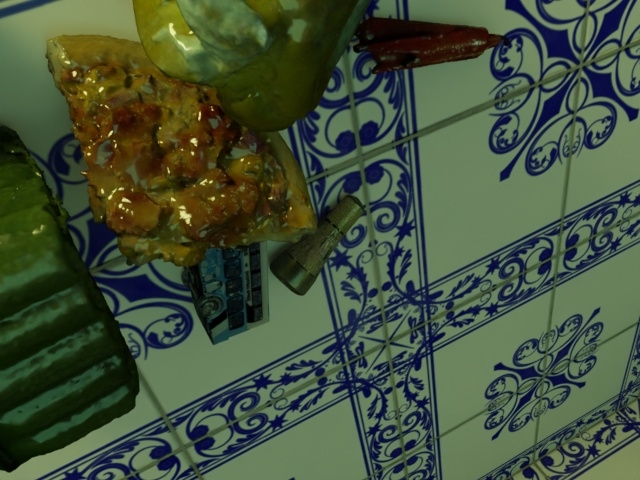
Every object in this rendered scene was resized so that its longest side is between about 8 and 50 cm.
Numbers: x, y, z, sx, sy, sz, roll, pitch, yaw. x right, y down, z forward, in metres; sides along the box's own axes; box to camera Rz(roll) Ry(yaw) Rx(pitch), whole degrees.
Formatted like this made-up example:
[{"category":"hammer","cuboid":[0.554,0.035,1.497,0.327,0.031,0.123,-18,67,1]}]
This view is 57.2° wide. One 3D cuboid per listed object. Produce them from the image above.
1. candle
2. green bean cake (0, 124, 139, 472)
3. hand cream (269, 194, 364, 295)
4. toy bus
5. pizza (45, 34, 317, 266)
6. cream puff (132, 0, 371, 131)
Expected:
[{"category":"candle","cuboid":[0.185,-0.318,0.940,0.301,0.059,0.084,-12,136,-24]},{"category":"green bean cake","cuboid":[-0.385,0.063,0.700,0.218,0.335,0.319,-27,130,-24]},{"category":"hand cream","cuboid":[0.000,0.000,1.050,0.203,0.084,0.084,-49,132,-1]},{"category":"toy bus","cuboid":[-0.157,0.024,0.950,0.130,0.106,0.297,-15,130,-24]},{"category":"pizza","cuboid":[-0.183,-0.101,0.756,0.408,0.114,0.278,40,67,-13]},{"category":"cream puff","cuboid":[-0.071,-0.317,0.639,0.275,0.378,0.379,26,110,-1]}]
